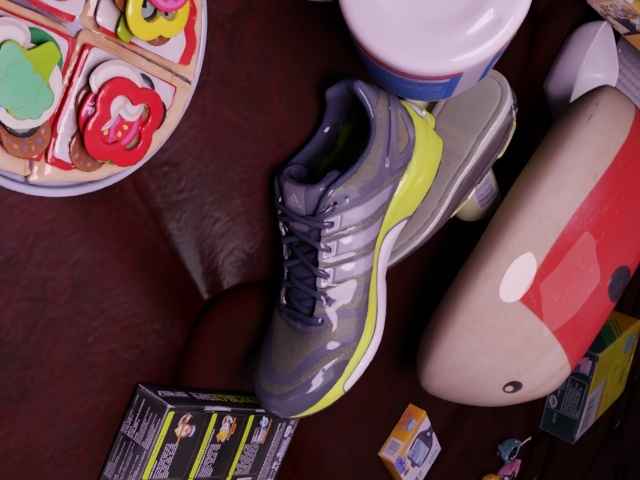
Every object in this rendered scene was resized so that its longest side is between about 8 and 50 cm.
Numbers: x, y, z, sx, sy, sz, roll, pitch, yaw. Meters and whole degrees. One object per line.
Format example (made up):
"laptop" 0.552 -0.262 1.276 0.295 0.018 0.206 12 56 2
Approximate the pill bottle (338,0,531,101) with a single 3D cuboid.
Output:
"pill bottle" 0.082 -0.170 0.557 0.221 0.124 0.124 -29 137 -83

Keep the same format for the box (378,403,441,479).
"box" 0.123 0.286 1.001 0.081 0.028 0.136 -53 141 -23

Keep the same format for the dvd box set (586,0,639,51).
"dvd box set" 0.567 -0.361 1.050 0.420 0.062 0.307 27 83 -31

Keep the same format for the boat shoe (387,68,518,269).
"boat shoe" 0.105 -0.052 0.703 0.227 0.081 0.069 -51 150 8

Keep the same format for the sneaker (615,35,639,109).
"sneaker" 0.565 -0.343 1.179 0.150 0.135 0.365 -5 112 -48

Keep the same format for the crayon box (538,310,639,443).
"crayon box" 0.575 0.268 1.563 0.318 0.081 0.202 -14 119 -50

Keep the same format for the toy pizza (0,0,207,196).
"toy pizza" -0.134 -0.120 0.428 0.201 0.032 0.201 -30 130 -43

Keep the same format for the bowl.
"bowl" 0.357 -0.219 1.031 0.142 0.053 0.142 -61 145 -10

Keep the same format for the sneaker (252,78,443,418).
"sneaker" 0.000 0.000 0.629 0.121 0.111 0.300 29 76 -49

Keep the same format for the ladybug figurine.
"ladybug figurine" 0.278 0.012 0.886 0.449 0.162 0.305 -55 167 -14

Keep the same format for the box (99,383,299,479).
"box" -0.112 0.220 0.629 0.184 0.045 0.190 21 91 -53

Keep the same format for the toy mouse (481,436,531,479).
"toy mouse" 0.332 0.403 1.345 0.143 0.031 0.161 -50 142 -25

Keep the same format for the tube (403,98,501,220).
"tube" 0.133 -0.114 0.783 0.062 0.070 0.240 -29 138 6
